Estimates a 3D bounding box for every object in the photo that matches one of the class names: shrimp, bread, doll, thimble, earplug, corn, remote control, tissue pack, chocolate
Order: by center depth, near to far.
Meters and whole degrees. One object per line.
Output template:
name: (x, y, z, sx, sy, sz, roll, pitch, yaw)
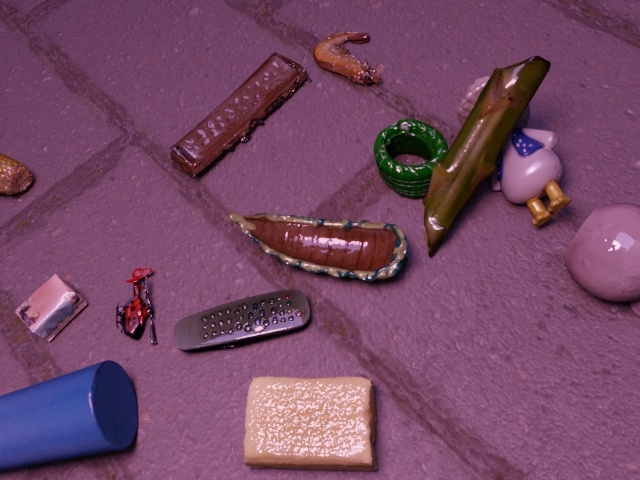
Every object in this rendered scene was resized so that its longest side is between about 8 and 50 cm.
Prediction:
doll: (0.485, 0.063, 0.832, 0.287, 0.151, 0.151, 38, 74, 24)
bread: (-0.015, 0.258, 0.868, 0.188, 0.068, 0.125, -3, 61, 11)
earplug: (-0.430, 0.277, 0.918, 0.273, 0.132, 0.132, -16, 59, 7)
remote control: (-0.125, 0.132, 0.978, 0.222, 0.042, 0.072, -14, 60, 3)
doll: (0.316, -0.162, 1.006, 0.119, 0.138, 0.293, 4, 56, -33)
thimble: (0.154, -0.141, 1.043, 0.118, 0.090, 0.130, -25, 59, -1)
tissue pack: (-0.461, 0.114, 1.049, 0.074, 0.058, 0.094, 34, 72, 28)
chocolate: (-0.160, -0.254, 1.188, 0.102, 0.065, 0.329, 35, 71, 27)
shrimp: (0.072, -0.371, 1.225, 0.178, 0.034, 0.124, 29, 64, 29)
corn: (-0.730, -0.157, 1.240, 0.320, 0.097, 0.097, 16, 66, 17)

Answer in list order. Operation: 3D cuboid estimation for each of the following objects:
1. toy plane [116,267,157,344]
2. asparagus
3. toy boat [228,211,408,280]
toy plane: (-0.311, 0.111, 1.032, 0.060, 0.037, 0.145, -11, 61, 1)
asparagus: (0.237, -0.133, 0.954, 0.085, 0.082, 0.343, 36, 110, 23)
toy boat: (-0.002, 0.005, 0.994, 0.293, 0.099, 0.108, 10, 64, 9)
